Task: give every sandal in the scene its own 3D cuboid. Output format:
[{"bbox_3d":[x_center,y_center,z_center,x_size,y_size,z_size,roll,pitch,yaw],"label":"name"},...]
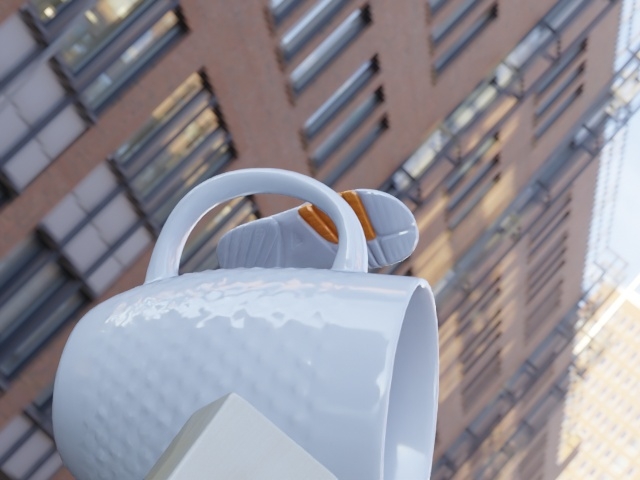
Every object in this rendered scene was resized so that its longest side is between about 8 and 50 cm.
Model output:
[{"bbox_3d":[-0.003,-0.010,1.607,0.076,0.265,0.102,-38,117,-70],"label":"sandal"}]

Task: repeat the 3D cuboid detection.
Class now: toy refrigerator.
[{"bbox_3d":[-0.111,0.241,0.842,0.102,0.269,0.094,41,-29,-8],"label":"toy refrigerator"}]

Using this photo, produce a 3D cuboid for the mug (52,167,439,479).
[{"bbox_3d":[-0.066,0.113,1.217,0.328,0.374,0.276,4,-10,15],"label":"mug"}]
